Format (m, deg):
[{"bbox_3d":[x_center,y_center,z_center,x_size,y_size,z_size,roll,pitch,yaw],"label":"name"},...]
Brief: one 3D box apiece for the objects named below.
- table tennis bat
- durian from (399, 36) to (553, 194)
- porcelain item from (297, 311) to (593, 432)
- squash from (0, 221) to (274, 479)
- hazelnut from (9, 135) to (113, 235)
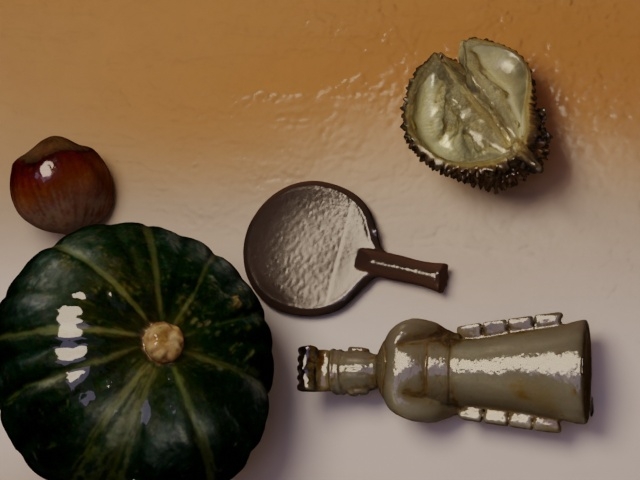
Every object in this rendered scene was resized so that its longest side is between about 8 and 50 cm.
[{"bbox_3d":[0.000,0.000,1.095,0.169,0.119,0.108,12,81,23],"label":"table tennis bat"},{"bbox_3d":[0.126,-0.081,1.097,0.110,0.071,0.140,-41,54,1],"label":"durian"},{"bbox_3d":[0.088,0.097,1.075,0.213,0.054,0.084,-2,74,18],"label":"porcelain item"},{"bbox_3d":[-0.137,0.093,1.085,0.172,0.218,0.218,-47,59,50],"label":"squash"},{"bbox_3d":[-0.210,-0.043,1.204,0.086,0.086,0.086,-5,75,18],"label":"hazelnut"}]
